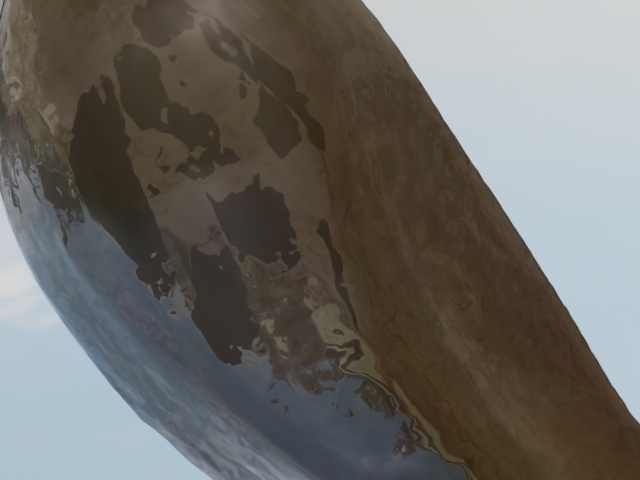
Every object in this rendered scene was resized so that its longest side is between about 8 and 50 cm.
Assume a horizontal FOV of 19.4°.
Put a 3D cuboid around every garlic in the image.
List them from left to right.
[{"bbox_3d":[-0.008,0.004,0.627,0.143,0.318,0.112,-39,-178,-18],"label":"garlic"}]
